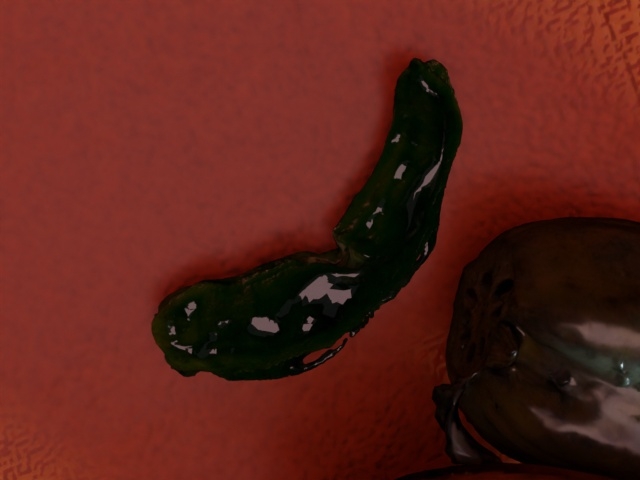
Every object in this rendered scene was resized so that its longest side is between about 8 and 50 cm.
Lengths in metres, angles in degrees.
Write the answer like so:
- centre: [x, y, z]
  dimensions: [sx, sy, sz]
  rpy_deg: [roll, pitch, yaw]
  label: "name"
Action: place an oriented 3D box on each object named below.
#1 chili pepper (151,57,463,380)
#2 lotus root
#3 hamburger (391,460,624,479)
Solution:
- centre: [0.006, 0.003, 0.731]
  dimensions: [0.182, 0.050, 0.073]
  rpy_deg: [-44, 94, 2]
  label: "chili pepper"
- centre: [0.168, 0.065, 0.722]
  dimensions: [0.241, 0.123, 0.124]
  rpy_deg: [20, 112, -13]
  label: "lotus root"
- centre: [0.090, 0.185, 0.683]
  dimensions: [0.262, 0.243, 0.138]
  rpy_deg: [6, 64, 6]
  label: "hamburger"
